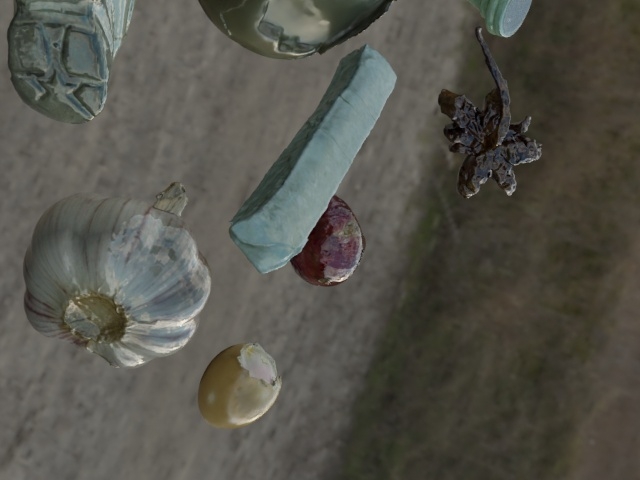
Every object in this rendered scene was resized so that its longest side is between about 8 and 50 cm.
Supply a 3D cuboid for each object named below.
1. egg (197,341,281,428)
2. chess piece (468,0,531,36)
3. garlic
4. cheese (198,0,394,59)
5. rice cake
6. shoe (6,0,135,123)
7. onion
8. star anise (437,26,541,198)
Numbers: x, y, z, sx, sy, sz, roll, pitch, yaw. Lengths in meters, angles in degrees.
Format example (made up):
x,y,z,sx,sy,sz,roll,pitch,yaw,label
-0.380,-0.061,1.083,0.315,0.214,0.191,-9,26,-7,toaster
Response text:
x,y,z,sx,sy,sz,roll,pitch,yaw,label
-0.088,0.155,1.532,0.096,0.080,0.080,-41,167,27,egg
0.161,-0.257,1.507,0.067,0.103,0.067,-44,150,-34,chess piece
-0.236,0.015,1.842,0.253,0.245,0.245,-65,159,-43,garlic
-0.027,-0.244,1.106,0.091,0.175,0.202,15,54,-51,cheese
-0.002,-0.061,1.014,0.045,0.042,0.245,51,37,-16,rice cake
-0.252,-0.313,1.513,0.210,0.132,0.342,-82,180,-52,shoe
0.000,0.000,1.610,0.097,0.107,0.107,-16,127,-30,onion
0.169,-0.127,1.474,0.070,0.097,0.190,-89,164,-67,star anise
